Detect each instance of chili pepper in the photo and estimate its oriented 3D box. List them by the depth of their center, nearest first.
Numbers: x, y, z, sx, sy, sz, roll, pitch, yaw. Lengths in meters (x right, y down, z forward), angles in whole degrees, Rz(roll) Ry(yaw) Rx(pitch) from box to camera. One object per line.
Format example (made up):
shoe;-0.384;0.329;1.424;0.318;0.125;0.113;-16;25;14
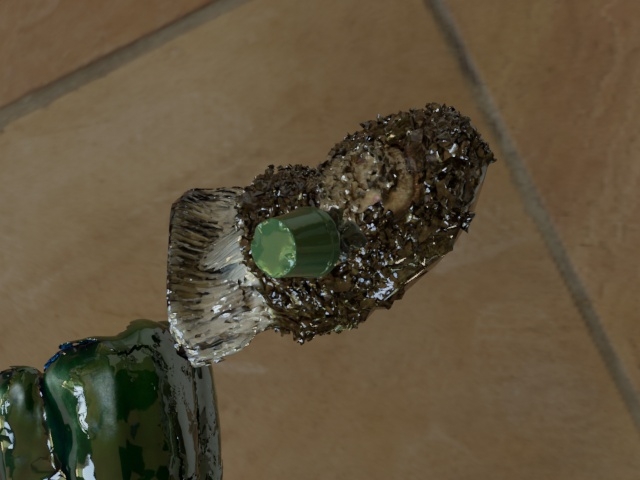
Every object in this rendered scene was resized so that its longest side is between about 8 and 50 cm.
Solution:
chili pepper;-0.216;0.220;1.491;0.233;0.248;0.257;3;71;-50

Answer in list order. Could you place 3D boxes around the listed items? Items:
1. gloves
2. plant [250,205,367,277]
gloves;0.010;-0.010;1.234;0.312;0.210;0.135;-16;118;21
plant;0.000;0.000;0.979;0.102;0.051;0.051;-12;96;-51
